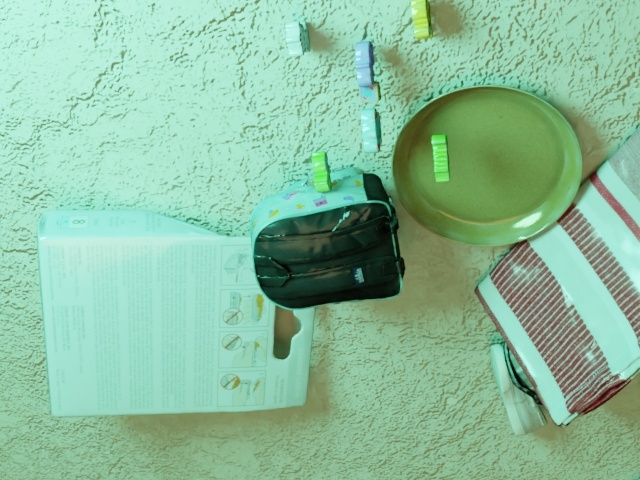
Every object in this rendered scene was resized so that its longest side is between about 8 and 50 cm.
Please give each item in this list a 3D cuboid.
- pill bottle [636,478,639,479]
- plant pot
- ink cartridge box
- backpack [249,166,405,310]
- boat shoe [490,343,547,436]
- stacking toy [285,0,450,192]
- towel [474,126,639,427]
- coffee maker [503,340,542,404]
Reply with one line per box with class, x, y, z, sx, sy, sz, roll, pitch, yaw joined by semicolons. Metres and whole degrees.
pill bottle;0.548;0.436;1.500;0.120;0.067;0.067;34;124;-15
plant pot;0.208;-0.096;1.187;0.236;0.032;0.236;4;126;6
ink cartridge box;-0.204;0.107;1.372;0.385;0.091;0.308;-1;118;-11
backpack;0.000;0.000;1.218;0.188;0.144;0.166;-15;126;-4
boat shoe;0.297;0.218;1.388;0.063;0.066;0.184;-19;119;6
stacking toy;0.058;-0.167;1.108;0.167;0.052;0.221;-5;104;14
towel;0.349;0.053;1.171;0.037;0.237;0.329;3;139;-43
coffee maker;0.371;0.148;1.303;0.171;0.120;0.178;13;138;-45
